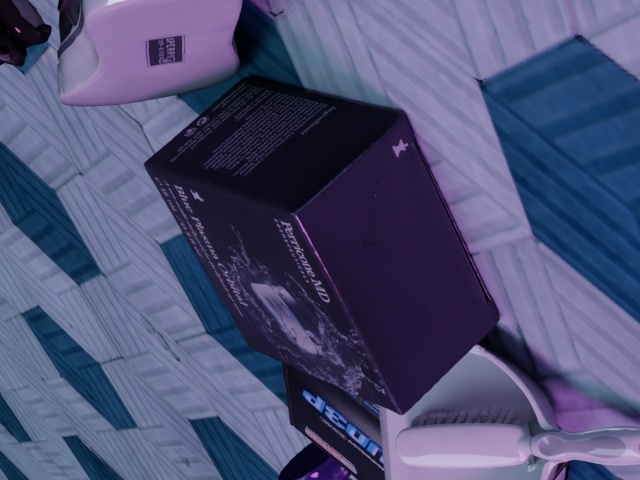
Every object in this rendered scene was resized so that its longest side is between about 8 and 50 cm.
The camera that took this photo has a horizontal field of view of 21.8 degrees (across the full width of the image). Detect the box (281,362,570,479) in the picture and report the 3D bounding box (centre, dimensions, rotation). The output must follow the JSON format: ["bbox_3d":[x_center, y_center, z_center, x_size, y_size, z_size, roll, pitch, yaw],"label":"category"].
[{"bbox_3d":[0.067,0.135,1.135,0.220,0.051,0.175,38,156,24],"label":"box"}]

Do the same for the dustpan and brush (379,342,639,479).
[{"bbox_3d":[0.114,0.119,0.978,0.211,0.060,0.147,-5,88,31],"label":"dustpan and brush"}]

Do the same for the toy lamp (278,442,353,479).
[{"bbox_3d":[0.075,0.276,1.332,0.274,0.080,0.080,55,158,-11],"label":"toy lamp"}]

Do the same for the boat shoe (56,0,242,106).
[{"bbox_3d":[-0.103,-0.145,0.932,0.301,0.108,0.102,128,132,-81],"label":"boat shoe"}]

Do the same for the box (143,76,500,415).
[{"bbox_3d":[0.000,0.000,0.979,0.158,0.093,0.156,18,144,50],"label":"box"}]

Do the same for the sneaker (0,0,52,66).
[{"bbox_3d":[-0.231,-0.227,0.871,0.257,0.169,0.447,54,165,19],"label":"sneaker"}]
